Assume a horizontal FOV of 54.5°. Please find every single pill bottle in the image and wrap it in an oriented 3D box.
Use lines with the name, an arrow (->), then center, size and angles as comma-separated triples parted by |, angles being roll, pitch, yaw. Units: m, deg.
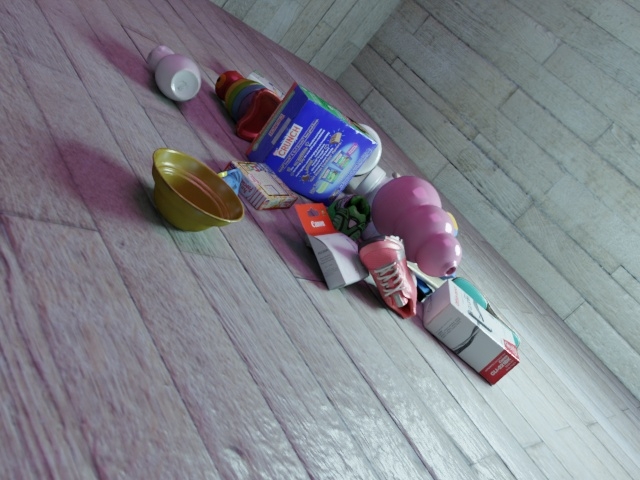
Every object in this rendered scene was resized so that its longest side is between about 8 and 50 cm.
pill bottle -> 0.284, -0.127, 2.306 | 0.318, 0.176, 0.176 | 41, 19, -2
pill bottle -> 0.128, -0.338, 2.387 | 0.188, 0.188, 0.334 | 41, 3, -2

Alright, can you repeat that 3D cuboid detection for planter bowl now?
planter bowl -> -0.267, -0.082, 1.257 | 0.217, 0.090, 0.217 | 36, 19, -15

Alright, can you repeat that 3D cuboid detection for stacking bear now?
stacking bear -> -0.251, -0.466, 2.053 | 0.164, 0.175, 0.289 | 15, 25, -49

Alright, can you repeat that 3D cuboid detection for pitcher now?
pitcher -> -0.407, -0.466, 1.811 | 0.178, 0.125, 0.207 | 46, 0, -41

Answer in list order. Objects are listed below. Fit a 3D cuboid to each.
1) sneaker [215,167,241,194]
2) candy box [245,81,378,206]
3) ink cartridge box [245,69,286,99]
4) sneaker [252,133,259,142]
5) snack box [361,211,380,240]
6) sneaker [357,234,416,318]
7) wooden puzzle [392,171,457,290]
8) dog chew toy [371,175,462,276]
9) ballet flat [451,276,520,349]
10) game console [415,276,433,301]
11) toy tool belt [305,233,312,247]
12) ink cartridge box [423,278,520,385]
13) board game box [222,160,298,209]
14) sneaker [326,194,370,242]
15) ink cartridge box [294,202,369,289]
sneaker -> -0.229, -0.128, 1.501 | 0.209, 0.069, 0.082 | -71, 144, -79
candy box -> -0.025, -0.282, 1.899 | 0.317, 0.268, 0.122 | 24, 22, -42
ink cartridge box -> -0.207, -0.555, 2.418 | 0.212, 0.093, 0.154 | 40, 18, -11
sneaker -> -0.102, -0.306, 2.020 | 0.240, 0.126, 0.091 | 17, 30, -50
snack box -> 0.214, 0.002, 2.050 | 0.174, 0.070, 0.207 | 21, 27, -47
sneaker -> 0.197, 0.101, 1.644 | 0.314, 0.115, 0.136 | 51, 22, -48
wooden puzzle -> 0.346, -0.023, 2.017 | 0.322, 0.080, 0.348 | 33, 48, -33
dog chew toy -> 0.281, -0.031, 1.758 | 0.206, 0.206, 0.332 | 22, 29, -45
ballet flat -> 0.551, 0.262, 2.129 | 0.316, 0.107, 0.106 | 53, 1, 15
game console -> 0.295, 0.121, 1.931 | 0.122, 0.071, 0.107 | 47, -15, 17
toy tool belt -> 0.000, 0.000, 1.653 | 0.083, 0.051, 0.052 | 6, 75, -57
ink cartridge box -> 0.443, 0.265, 1.847 | 0.272, 0.114, 0.197 | 39, 19, -5
board game box -> -0.160, -0.150, 1.688 | 0.147, 0.045, 0.193 | 47, 19, 14
sneaker -> 0.102, -0.074, 1.880 | 0.134, 0.146, 0.343 | 39, 18, -9
ink cartridge box -> 0.035, 0.004, 1.598 | 0.189, 0.066, 0.233 | -10, 80, -66
